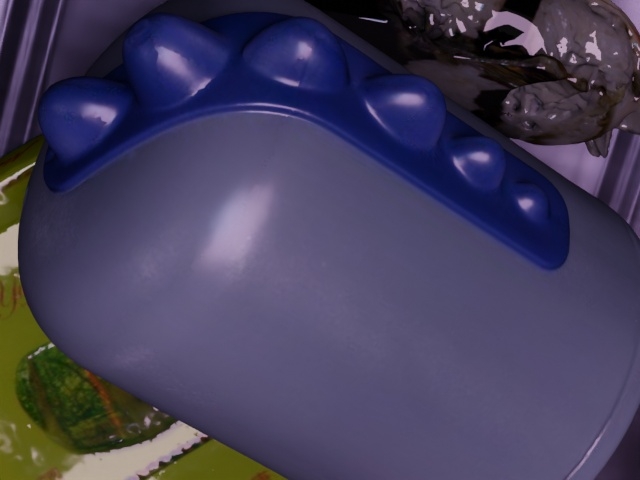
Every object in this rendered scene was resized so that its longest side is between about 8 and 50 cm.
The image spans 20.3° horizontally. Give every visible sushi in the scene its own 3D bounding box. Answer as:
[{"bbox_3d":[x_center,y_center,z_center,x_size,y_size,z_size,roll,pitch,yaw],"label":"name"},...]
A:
[{"bbox_3d":[0.104,-0.134,1.075,0.273,0.134,0.109,11,73,-6],"label":"sushi"}]

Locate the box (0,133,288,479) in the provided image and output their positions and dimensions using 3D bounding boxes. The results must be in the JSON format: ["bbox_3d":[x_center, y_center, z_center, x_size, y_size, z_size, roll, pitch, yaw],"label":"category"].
[{"bbox_3d":[-0.127,0.098,1.124,0.187,0.047,0.335,-31,112,-2],"label":"box"}]

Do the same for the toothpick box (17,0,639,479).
[{"bbox_3d":[0.000,0.000,0.983,0.354,0.263,0.263,31,98,-31],"label":"toothpick box"}]
